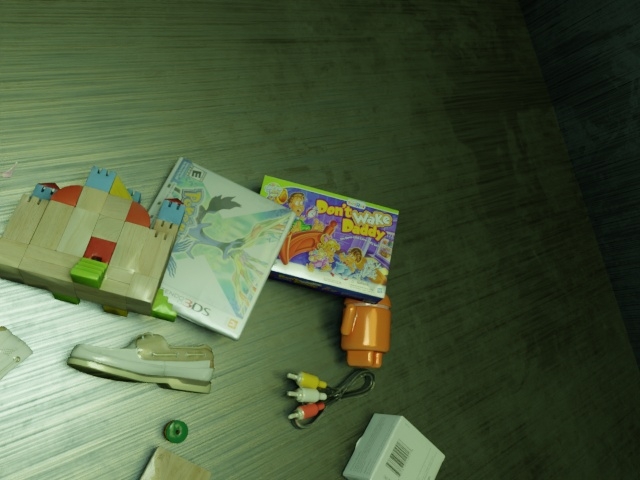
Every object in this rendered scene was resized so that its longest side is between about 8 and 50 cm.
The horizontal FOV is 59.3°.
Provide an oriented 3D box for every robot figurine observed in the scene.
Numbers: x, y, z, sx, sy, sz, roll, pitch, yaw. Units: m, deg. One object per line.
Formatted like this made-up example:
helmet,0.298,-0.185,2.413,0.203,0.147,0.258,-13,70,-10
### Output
robot figurine,0.117,0.214,1.445,0.158,0.128,0.219,9,73,-15

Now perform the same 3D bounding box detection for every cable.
cable,0.032,0.388,1.383,0.287,0.072,0.139,5,81,-32

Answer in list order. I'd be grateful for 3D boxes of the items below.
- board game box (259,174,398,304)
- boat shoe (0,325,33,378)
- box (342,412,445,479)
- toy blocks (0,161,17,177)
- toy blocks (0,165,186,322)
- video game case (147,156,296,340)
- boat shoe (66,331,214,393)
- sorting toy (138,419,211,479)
board game box,0.000,0.000,1.379,0.347,0.078,0.233,14,70,-6
boat shoe,-0.615,0.284,0.975,0.096,0.098,0.277,41,59,-17
box,0.186,0.563,1.409,0.182,0.119,0.181,45,59,-16
toy blocks,-0.646,-0.016,0.895,0.309,0.260,0.288,43,101,9
toy blocks,-0.437,-0.019,1.110,0.382,0.190,0.260,16,63,-11
video game case,-0.250,0.013,1.251,0.300,0.036,0.329,26,68,-7
boat shoe,-0.358,0.241,1.151,0.302,0.113,0.103,23,65,-38
sorting toy,-0.318,0.516,1.141,0.132,0.046,0.274,37,61,-21
